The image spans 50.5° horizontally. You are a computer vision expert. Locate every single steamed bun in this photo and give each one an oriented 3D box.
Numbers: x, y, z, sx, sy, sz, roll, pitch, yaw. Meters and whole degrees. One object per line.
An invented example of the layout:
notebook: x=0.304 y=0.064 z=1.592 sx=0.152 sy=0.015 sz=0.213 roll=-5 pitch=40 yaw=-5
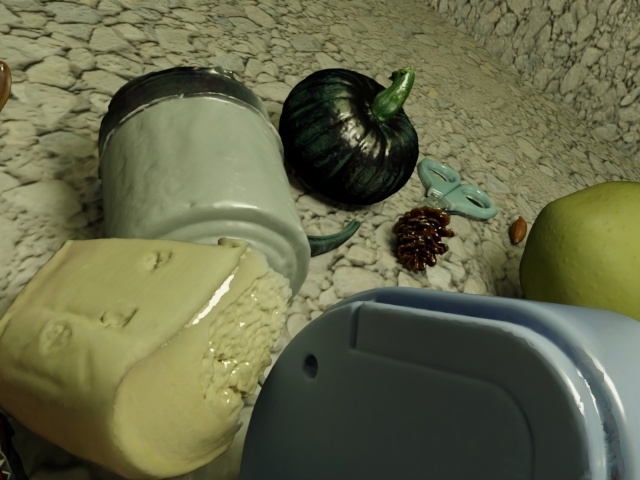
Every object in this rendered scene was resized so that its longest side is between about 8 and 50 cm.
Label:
steamed bun: x=-0.155 y=0.093 z=0.580 sx=0.226 sy=0.170 sz=0.200 roll=11 pitch=53 yaw=34

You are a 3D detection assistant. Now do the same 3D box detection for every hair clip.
hair clip: x=0.000 y=0.000 z=1.011 sx=0.070 sy=0.039 sz=0.230 roll=49 pitch=30 yaw=20

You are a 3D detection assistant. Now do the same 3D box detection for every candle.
candle: x=-0.130 y=-0.028 z=0.754 sx=0.222 sy=0.221 sz=0.342 roll=12 pitch=39 yaw=-31

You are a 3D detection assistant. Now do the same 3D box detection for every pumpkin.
pumpkin: x=0.065 y=-0.190 z=1.115 sx=0.248 sy=0.248 sz=0.248 roll=24 pitch=34 yaw=-17

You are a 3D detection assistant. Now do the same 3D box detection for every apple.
apple: x=0.503 y=0.075 z=1.089 sx=0.358 sy=0.357 sz=0.357 roll=24 pitch=34 yaw=-17

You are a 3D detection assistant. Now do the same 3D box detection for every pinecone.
pinecone: x=0.163 y=-0.003 z=1.112 sx=0.102 sy=0.102 sz=0.109 roll=36 pitch=60 yaw=1

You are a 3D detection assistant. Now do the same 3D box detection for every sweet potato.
sweet potato: x=0.408 y=-0.018 z=1.398 sx=0.034 sy=0.034 sz=0.095 roll=35 pitch=43 yaw=-1

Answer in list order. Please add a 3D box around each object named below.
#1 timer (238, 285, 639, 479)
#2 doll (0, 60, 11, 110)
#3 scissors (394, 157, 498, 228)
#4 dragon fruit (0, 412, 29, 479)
timer: x=0.084 y=0.217 z=0.516 sx=0.174 sy=0.395 sz=0.394 roll=5 pitch=43 yaw=-38
doll: x=-0.496 y=-0.266 z=0.737 sx=0.339 sy=0.209 sz=0.318 roll=47 pitch=31 yaw=22
scissors: x=0.221 y=-0.072 z=1.304 sx=0.191 sy=0.029 sz=0.360 roll=39 pitch=35 yaw=14
dragon fruit: x=-0.302 y=0.191 z=0.420 sx=0.344 sy=0.100 sz=0.282 roll=41 pitch=19 yaw=10
